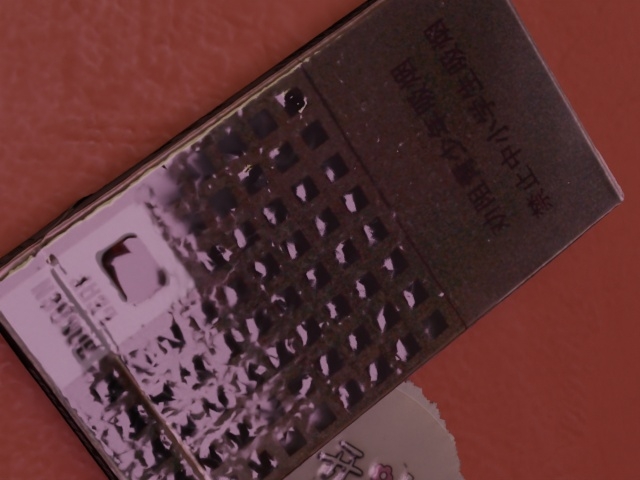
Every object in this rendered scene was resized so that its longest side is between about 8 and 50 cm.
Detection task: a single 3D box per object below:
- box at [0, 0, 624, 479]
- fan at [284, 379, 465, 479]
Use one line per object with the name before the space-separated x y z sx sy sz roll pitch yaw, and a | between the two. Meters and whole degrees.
box | -0.001 -0.001 0.690 0.325 0.047 0.180 -37 106 -15
fan | -0.054 0.255 0.715 0.233 0.012 0.414 34 81 -21
